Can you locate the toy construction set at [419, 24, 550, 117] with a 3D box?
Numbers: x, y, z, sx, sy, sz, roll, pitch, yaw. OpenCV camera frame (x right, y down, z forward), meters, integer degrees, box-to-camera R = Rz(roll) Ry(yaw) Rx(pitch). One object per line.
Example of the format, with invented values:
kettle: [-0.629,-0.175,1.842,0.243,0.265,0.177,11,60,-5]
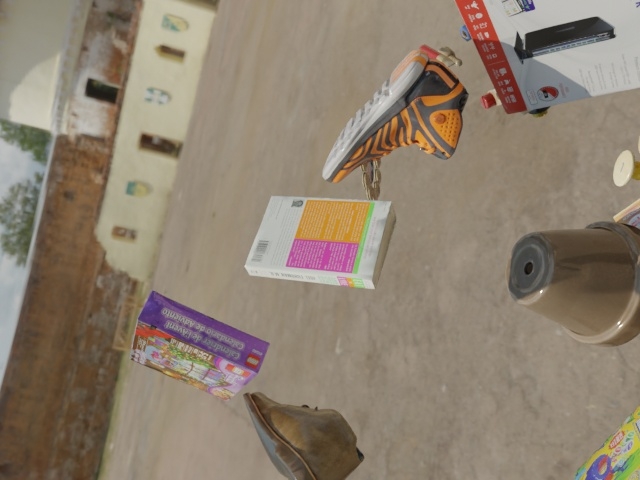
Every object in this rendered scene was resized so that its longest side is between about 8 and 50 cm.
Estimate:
toy construction set: [0.409,-0.391,1.664,0.237,0.309,0.257,-124,32,-56]

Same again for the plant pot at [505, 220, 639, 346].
plant pot: [0.514,0.072,1.503,0.263,0.229,0.263,-168,90,-67]

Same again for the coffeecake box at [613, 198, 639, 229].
coffeecake box: [0.770,-0.049,1.653,0.142,0.186,0.068,-41,53,31]

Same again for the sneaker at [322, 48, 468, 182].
sneaker: [0.149,-0.187,1.384,0.321,0.180,0.124,-45,18,36]

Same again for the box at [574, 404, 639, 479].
box: [0.749,0.558,1.688,0.279,0.177,0.290,-53,-8,15]

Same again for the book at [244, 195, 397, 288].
book: [0.000,0.000,0.793,0.035,0.144,0.096,66,-143,-52]

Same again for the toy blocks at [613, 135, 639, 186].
toy blocks: [0.501,-0.106,1.011,0.123,0.148,0.054,109,171,-58]

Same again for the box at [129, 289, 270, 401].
box: [-0.213,0.187,1.240,0.293,0.201,0.057,127,166,-64]

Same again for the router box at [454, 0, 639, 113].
router box: [0.428,-0.383,1.292,0.301,0.335,0.082,-8,57,28]

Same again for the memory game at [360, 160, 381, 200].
memory game: [0.108,-0.171,1.587,0.186,0.012,0.186,-4,-90,-74]

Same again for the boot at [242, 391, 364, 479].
boot: [-0.033,0.301,1.149,0.305,0.115,0.112,23,140,63]
